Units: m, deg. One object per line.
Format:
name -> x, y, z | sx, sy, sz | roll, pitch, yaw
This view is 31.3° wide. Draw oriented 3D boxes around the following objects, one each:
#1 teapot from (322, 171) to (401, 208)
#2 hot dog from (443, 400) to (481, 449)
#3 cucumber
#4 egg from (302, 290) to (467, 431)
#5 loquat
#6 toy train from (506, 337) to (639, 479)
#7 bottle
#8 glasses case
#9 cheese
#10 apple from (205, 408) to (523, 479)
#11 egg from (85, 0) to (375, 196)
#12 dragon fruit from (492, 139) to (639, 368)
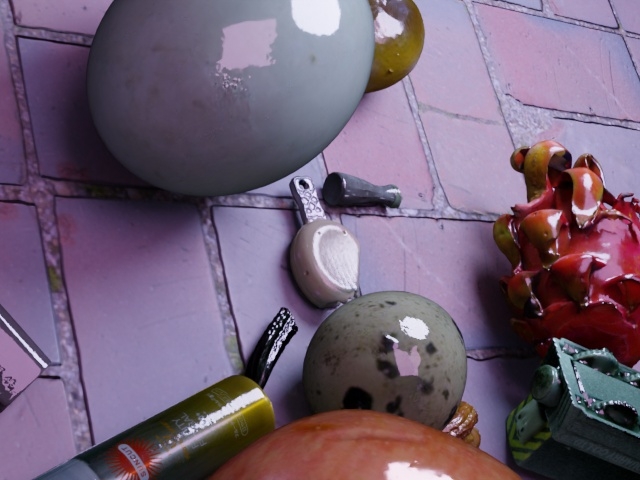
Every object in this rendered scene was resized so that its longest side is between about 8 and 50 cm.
teapot -> 0.056, -0.061, 1.466 | 0.110, 0.042, 0.043 | 6, 61, -41
hot dog -> 0.143, 0.247, 1.325 | 0.147, 0.065, 0.099 | -29, 117, -47
cucumber -> -0.061, 0.128, 1.259 | 0.034, 0.033, 0.135 | 40, 46, -9
egg -> 0.077, 0.140, 1.266 | 0.177, 0.177, 0.228 | 53, 32, -1
loquat -> 0.066, -0.277, 1.530 | 0.195, 0.152, 0.152 | -35, 88, -37
toy train -> 0.381, 0.255, 1.437 | 0.330, 0.178, 0.139 | 23, 35, -21
bottle -> -0.168, 0.216, 1.086 | 0.286, 0.082, 0.082 | -24, 81, -44
glasses case -> -0.339, 0.069, 1.070 | 0.191, 0.042, 0.072 | 49, 53, -4
cheese -> 0.006, 0.002, 1.379 | 0.092, 0.047, 0.171 | 17, 55, -32
apple -> 0.043, 0.335, 0.988 | 0.391, 0.391, 0.346 | 47, 25, -6
egg -> -0.091, -0.199, 1.260 | 0.276, 0.276, 0.389 | 51, 48, -2
dragon fruit -> 0.346, 0.027, 1.500 | 0.243, 0.227, 0.307 | -108, -176, -70
